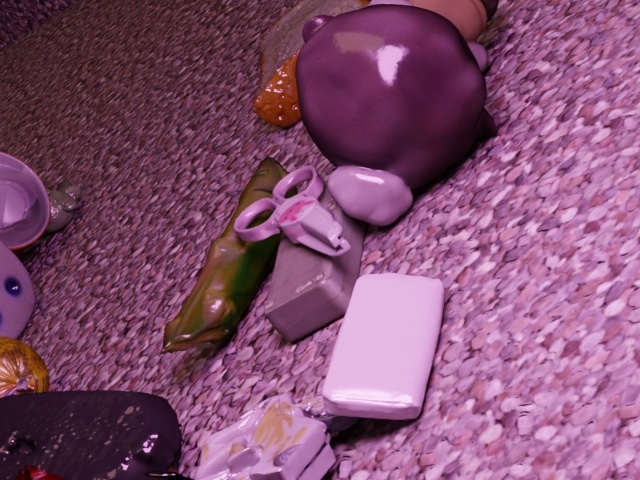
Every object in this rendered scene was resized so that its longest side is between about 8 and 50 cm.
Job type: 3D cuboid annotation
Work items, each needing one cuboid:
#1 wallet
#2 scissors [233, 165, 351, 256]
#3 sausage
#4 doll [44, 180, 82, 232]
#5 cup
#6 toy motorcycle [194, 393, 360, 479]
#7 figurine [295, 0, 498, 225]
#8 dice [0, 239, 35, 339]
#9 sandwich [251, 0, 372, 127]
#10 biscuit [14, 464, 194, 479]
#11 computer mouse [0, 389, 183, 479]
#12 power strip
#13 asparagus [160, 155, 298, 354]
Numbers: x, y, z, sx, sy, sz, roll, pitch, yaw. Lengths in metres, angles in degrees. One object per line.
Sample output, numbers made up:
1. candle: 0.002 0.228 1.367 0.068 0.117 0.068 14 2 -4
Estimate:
1. wallet: 0.061 0.095 1.373 0.095 0.033 0.190 3 38 10
2. scissors: -0.021 -0.023 1.629 0.118 0.030 0.242 -39 23 -6
3. sausage: -0.459 0.183 1.978 0.123 0.123 0.347 -50 23 -22
4. doll: -0.456 -0.060 2.513 0.115 0.077 0.150 -42 13 6
5. cup: -0.567 0.000 2.425 0.264 0.182 0.226 -43 34 48
6. toy motorcycle: -0.056 0.199 1.339 0.151 0.074 0.228 -6 28 43
7. figurine: 0.091 -0.203 1.707 0.206 0.218 0.365 -32 17 26
8. dice: -0.559 0.097 2.214 0.193 0.194 0.192 -27 27 34
9. sandwich: -0.003 -0.290 2.177 0.226 0.087 0.251 -34 23 15
10. biscuit: -0.220 0.285 1.382 0.235 0.063 0.151 -1 71 29
11. computer mouse: -0.276 0.246 1.561 0.323 0.116 0.183 -6 49 32
12. power strip: 0.000 0.000 1.667 0.093 0.053 0.288 -31 24 24
13. asparagus: -0.098 0.028 1.739 0.082 0.085 0.343 -28 26 38
